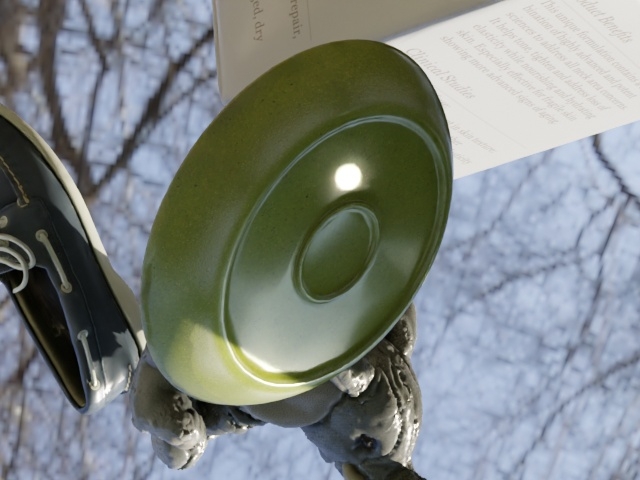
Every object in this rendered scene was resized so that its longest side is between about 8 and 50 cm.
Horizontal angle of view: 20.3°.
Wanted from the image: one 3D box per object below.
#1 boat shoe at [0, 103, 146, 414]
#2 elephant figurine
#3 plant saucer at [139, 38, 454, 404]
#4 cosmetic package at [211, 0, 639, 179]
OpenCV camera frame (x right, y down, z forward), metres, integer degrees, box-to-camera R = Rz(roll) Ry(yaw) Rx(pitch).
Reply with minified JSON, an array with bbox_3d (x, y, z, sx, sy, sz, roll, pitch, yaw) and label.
[{"bbox_3d":[-0.217,0.012,1.336,0.079,0.254,0.095,-38,-162,-36],"label":"boat shoe"},{"bbox_3d":[0.001,0.093,1.254,0.239,0.186,0.169,5,-123,24],"label":"elephant figurine"},{"bbox_3d":[0.000,0.000,1.051,0.241,0.241,0.037,-21,-139,-36],"label":"plant saucer"},{"bbox_3d":[0.140,-0.280,1.716,0.329,0.393,0.327,27,-128,-54],"label":"cosmetic package"}]
